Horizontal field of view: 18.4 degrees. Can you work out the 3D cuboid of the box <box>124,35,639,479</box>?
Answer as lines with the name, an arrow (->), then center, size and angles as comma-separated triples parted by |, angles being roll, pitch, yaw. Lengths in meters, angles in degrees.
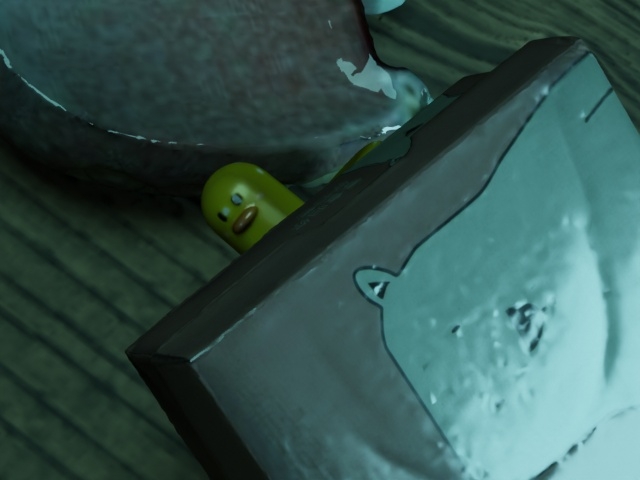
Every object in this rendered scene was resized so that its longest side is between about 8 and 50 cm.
box -> 0.063, 0.066, 0.782 | 0.215, 0.086, 0.215 | -39, 106, -23

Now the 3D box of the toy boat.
toy boat -> -0.061, -0.086, 0.946 | 0.227, 0.085, 0.155 | -2, 66, -17

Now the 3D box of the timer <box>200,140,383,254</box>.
timer -> 0.000, 0.000, 0.861 | 0.109, 0.107, 0.107 | 40, 62, -4
